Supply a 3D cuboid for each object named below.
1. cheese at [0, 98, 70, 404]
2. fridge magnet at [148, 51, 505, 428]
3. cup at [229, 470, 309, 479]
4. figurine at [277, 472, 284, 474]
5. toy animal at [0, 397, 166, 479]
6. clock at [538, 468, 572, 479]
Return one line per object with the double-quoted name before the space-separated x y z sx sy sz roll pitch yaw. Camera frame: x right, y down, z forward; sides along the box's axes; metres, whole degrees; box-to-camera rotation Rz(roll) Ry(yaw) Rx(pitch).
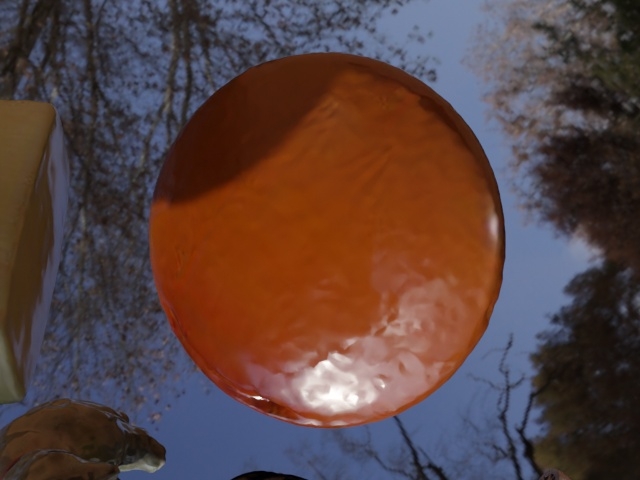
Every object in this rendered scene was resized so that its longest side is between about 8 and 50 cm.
"cheese" -0.341 0.006 0.661 0.265 0.124 0.243 -1 -125 -1
"fridge magnet" 0.000 0.000 0.846 0.363 0.363 0.155 47 -165 14
"cup" -0.054 0.260 0.462 0.255 0.256 0.178 29 -151 -46
"figurine" -0.016 0.420 1.121 0.176 0.186 0.287 -8 -131 -36
"toy animal" -0.284 0.276 1.030 0.307 0.188 0.266 -8 -137 -41
"clock" 0.223 0.302 0.908 0.041 0.087 0.129 35 -120 -6
